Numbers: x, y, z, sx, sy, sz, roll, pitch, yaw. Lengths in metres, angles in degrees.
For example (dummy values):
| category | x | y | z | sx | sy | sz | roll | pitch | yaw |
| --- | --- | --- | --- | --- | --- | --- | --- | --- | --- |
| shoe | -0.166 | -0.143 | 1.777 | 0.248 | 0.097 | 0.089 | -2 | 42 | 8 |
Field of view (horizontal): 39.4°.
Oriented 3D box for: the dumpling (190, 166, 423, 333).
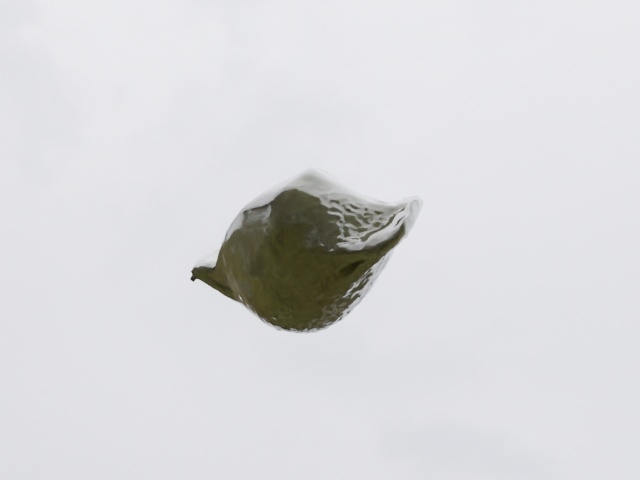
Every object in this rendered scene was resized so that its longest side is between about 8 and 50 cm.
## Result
| category | x | y | z | sx | sy | sz | roll | pitch | yaw |
| --- | --- | --- | --- | --- | --- | --- | --- | --- | --- |
| dumpling | 0.003 | -0.001 | 0.756 | 0.126 | 0.166 | 0.216 | 51 | -43 | 6 |
